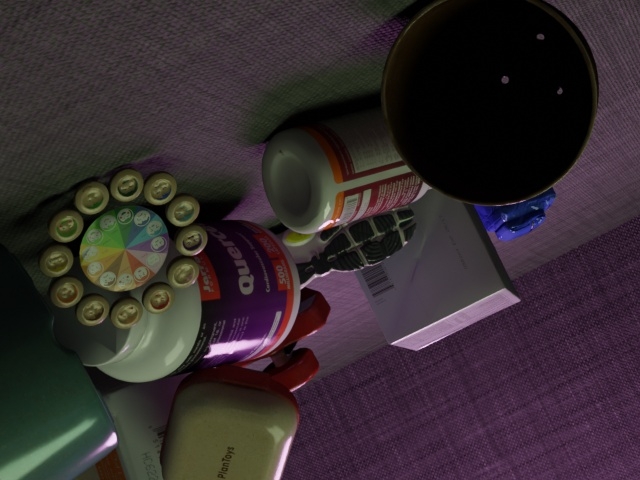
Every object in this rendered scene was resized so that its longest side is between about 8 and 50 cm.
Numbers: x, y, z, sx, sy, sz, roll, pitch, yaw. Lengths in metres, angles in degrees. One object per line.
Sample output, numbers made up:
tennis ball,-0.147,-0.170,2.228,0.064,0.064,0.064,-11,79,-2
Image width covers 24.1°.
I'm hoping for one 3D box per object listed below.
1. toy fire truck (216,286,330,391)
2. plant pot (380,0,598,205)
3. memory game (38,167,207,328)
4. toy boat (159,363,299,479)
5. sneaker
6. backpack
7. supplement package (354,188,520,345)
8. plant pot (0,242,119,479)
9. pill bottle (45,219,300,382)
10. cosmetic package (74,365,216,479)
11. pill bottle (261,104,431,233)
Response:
toy fire truck,-0.121,0.155,2.419,0.302,0.169,0.254,-28,-168,15
plant pot,0.201,-0.166,1.563,0.215,0.215,0.230,-31,-179,25
memory game,-0.205,0.011,1.572,0.186,0.186,0.012,-22,-148,-18
toy boat,-0.110,0.219,1.828,0.151,0.151,0.231,13,132,-6
sneaker,0.000,0.000,2.134,0.275,0.107,0.110,-20,-173,-6
backpack,0.330,-0.062,2.491,0.120,0.101,0.098,-25,176,-19
supplement package,0.174,0.042,2.359,0.198,0.199,0.263,-27,169,9
plant pot,-0.411,0.188,1.535,0.334,0.341,0.341,-32,170,-15
pill bottle,-0.173,0.069,1.787,0.181,0.181,0.323,-32,167,27
cosmetic package,-0.263,0.280,2.104,0.162,0.230,0.453,-20,-175,-23
pill bottle,0.053,-0.089,1.716,0.221,0.121,0.121,-17,166,-36
